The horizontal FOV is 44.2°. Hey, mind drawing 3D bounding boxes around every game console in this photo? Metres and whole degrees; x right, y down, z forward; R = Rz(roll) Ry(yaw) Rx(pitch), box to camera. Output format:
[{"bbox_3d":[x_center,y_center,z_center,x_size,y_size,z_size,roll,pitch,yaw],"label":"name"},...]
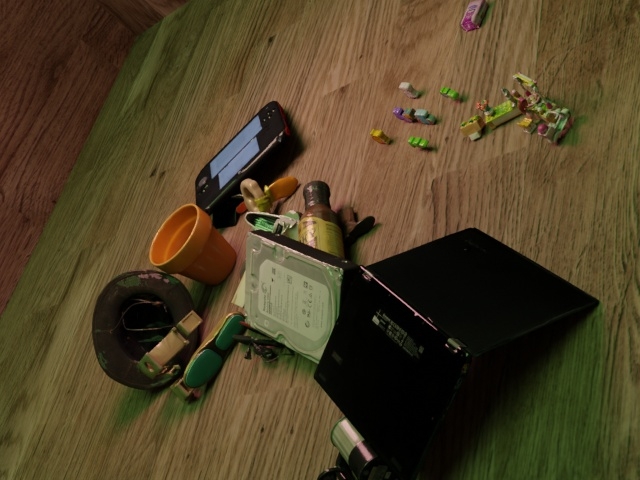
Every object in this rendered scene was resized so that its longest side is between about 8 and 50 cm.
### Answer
[{"bbox_3d":[-0.251,-0.260,2.457,0.386,0.060,0.342,-44,21,12],"label":"game console"},{"bbox_3d":[-0.277,-0.095,2.439,0.122,0.071,0.107,-7,24,46],"label":"game console"}]

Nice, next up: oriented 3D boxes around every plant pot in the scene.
[{"bbox_3d":[-0.350,0.030,2.247,0.205,0.188,0.205,-31,38,28],"label":"plant pot"}]

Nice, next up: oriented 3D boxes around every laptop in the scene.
[{"bbox_3d":[0.231,0.193,1.492,0.382,0.236,0.408,40,111,57],"label":"laptop"}]

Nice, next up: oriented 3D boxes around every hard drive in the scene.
[{"bbox_3d":[-0.051,0.126,1.760,0.338,0.064,0.237,22,114,47],"label":"hard drive"}]

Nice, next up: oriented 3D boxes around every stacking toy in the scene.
[{"bbox_3d":[0.240,-0.313,1.999,0.221,0.052,0.167,22,78,53],"label":"stacking toy"}]

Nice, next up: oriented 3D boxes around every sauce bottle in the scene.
[{"bbox_3d":[0.000,0.000,1.913,0.111,0.111,0.345,-32,42,27],"label":"sauce bottle"}]

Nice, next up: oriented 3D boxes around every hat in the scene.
[{"bbox_3d":[-0.482,0.250,2.218,0.331,0.331,0.134,-55,-8,-5],"label":"hat"}]

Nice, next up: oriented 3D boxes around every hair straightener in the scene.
[{"bbox_3d":[-0.145,0.262,1.927,0.230,0.047,0.089,12,68,49],"label":"hair straightener"}]

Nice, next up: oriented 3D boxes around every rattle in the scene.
[{"bbox_3d":[-0.169,-0.139,2.303,0.143,0.130,0.199,-50,5,-16],"label":"rattle"}]

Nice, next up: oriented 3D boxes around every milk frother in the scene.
[{"bbox_3d":[0.049,0.402,1.469,0.129,0.143,0.135,-53,33,5],"label":"milk frother"}]

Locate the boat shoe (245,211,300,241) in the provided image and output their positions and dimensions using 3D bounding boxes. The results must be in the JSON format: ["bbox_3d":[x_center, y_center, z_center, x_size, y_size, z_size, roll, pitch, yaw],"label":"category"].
[{"bbox_3d":[-0.099,-0.022,2.033,0.226,0.075,0.083,13,85,29],"label":"boat shoe"}]

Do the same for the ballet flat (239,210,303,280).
[{"bbox_3d":[-0.125,0.024,2.115,0.084,0.058,0.250,41,99,25],"label":"ballet flat"}]

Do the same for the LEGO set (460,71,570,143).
[{"bbox_3d":[0.412,-0.294,1.717,0.287,0.107,0.132,15,71,54],"label":"LEGO set"}]

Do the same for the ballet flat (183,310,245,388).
[{"bbox_3d":[-0.275,0.282,2.037,0.232,0.080,0.073,-51,23,-15],"label":"ballet flat"}]

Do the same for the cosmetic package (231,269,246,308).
[{"bbox_3d":[-0.181,0.122,2.053,0.041,0.060,0.115,22,84,28],"label":"cosmetic package"}]

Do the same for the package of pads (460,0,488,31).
[{"bbox_3d":[0.405,-0.595,2.076,0.050,0.032,0.083,-3,57,52],"label":"package of pads"}]

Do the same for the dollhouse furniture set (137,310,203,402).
[{"bbox_3d":[-0.358,0.315,2.089,0.182,0.161,0.101,-44,0,-37],"label":"dollhouse furniture set"}]

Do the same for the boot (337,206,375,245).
[{"bbox_3d":[0.085,-0.055,1.950,0.106,0.037,0.114,-39,31,21],"label":"boot"}]
